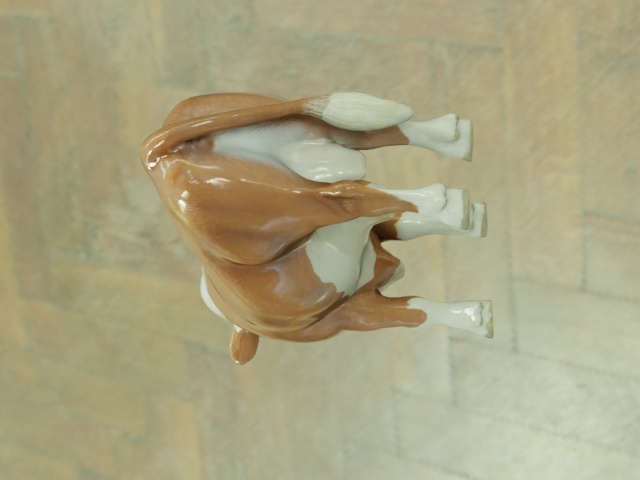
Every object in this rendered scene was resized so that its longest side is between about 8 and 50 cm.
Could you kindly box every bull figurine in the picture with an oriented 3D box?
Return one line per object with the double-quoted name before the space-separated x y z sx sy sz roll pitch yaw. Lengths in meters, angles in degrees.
"bull figurine" 0.000 0.000 0.879 0.188 0.310 0.101 -3 73 9
